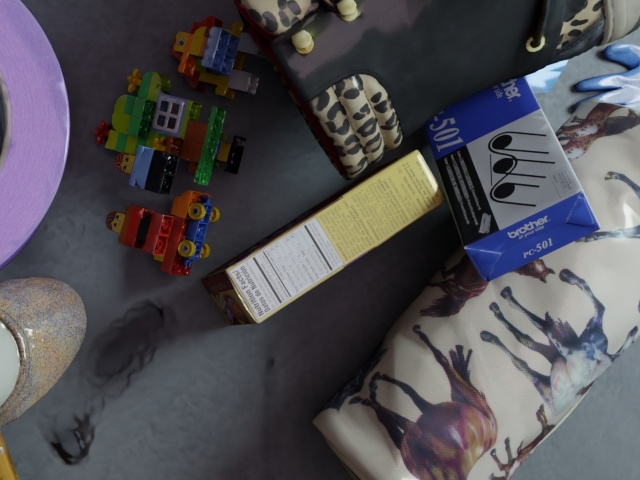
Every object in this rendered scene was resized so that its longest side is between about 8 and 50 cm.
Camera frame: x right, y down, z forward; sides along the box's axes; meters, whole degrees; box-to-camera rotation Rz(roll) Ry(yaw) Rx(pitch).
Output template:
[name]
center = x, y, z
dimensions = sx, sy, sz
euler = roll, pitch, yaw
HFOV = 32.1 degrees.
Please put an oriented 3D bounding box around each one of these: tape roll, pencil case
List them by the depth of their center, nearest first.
[tape roll]
center = -0.329, -0.084, 0.830
dimensions = 0.274, 0.090, 0.275
euler = 2, 84, -16
[pencil case]
center = 0.173, 0.075, 0.917
dimensions = 0.183, 0.160, 0.410
euler = 39, 78, 16

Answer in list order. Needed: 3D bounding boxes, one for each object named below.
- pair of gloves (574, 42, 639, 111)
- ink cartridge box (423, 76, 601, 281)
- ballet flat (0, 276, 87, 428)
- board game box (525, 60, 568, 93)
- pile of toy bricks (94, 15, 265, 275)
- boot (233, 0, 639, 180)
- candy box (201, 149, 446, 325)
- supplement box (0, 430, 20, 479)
[pair of gloves]
center = 0.327, -0.097, 1.060
dimensions = 0.159, 0.023, 0.198
euler = -17, 91, -17
[ink cartridge box]
center = 0.145, -0.065, 0.902
dimensions = 0.097, 0.207, 0.046
euler = -26, 127, 12
[ballet flat]
center = -0.309, 0.123, 0.808
dimensions = 0.316, 0.106, 0.107
euler = -32, 93, -17
[board game box]
center = 0.176, -0.212, 1.021
dimensions = 0.133, 0.033, 0.169
euler = 35, 72, -6
[pile of toy bricks]
center = -0.131, -0.086, 0.894
dimensions = 0.105, 0.118, 0.212
euler = 16, 91, 23
[boot]
center = 0.066, -0.236, 0.809
dimensions = 0.284, 0.138, 0.377
euler = -32, 132, -1
[candy box]
center = 0.000, 0.000, 0.910
dimensions = 0.186, 0.109, 0.053
euler = -31, 94, -16
[supplement box]
center = -0.230, 0.231, 0.788
dimensions = 0.080, 0.078, 0.233
euler = -23, 121, -17
